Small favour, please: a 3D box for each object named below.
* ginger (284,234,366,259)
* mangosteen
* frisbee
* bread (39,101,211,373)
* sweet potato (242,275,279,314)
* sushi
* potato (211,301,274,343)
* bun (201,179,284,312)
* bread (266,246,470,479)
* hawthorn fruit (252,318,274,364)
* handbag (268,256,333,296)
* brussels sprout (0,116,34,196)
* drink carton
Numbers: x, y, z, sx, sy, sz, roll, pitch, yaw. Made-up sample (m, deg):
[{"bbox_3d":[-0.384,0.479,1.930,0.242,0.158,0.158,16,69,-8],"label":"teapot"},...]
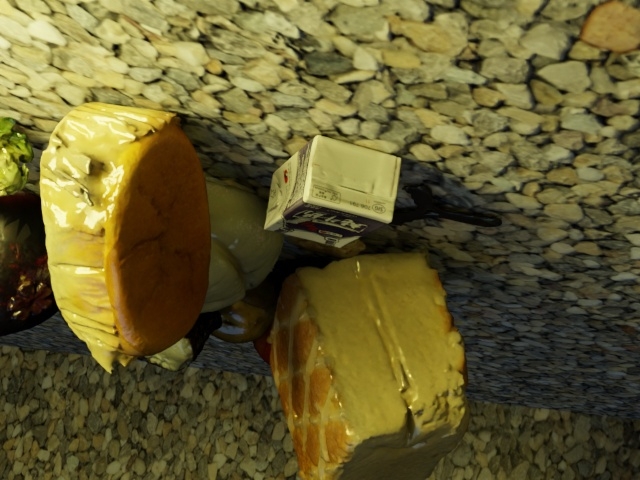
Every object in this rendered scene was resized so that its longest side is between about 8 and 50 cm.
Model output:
[{"bbox_3d":[-0.002,0.001,1.839,0.173,0.051,0.069,12,161,-18],"label":"ginger"},{"bbox_3d":[-0.607,0.032,1.910,0.297,0.293,0.297,-22,154,-11],"label":"mangosteen"},{"bbox_3d":[0.177,-0.054,1.612,0.211,0.012,0.187,4,163,18],"label":"frisbee"},{"bbox_3d":[-0.269,-0.013,1.455,0.183,0.236,0.388,13,128,16],"label":"bread"},{"bbox_3d":[-0.164,0.084,1.988,0.346,0.079,0.108,23,151,-37],"label":"sweet potato"},{"bbox_3d":[-0.374,0.116,2.100,0.349,0.207,0.234,29,142,1],"label":"sushi"},{"bbox_3d":[-0.217,0.161,2.350,0.196,0.176,0.369,-13,173,-13],"label":"potato"},{"bbox_3d":[-0.243,0.019,1.737,0.365,0.219,0.365,8,168,2],"label":"bun"},{"bbox_3d":[0.078,0.255,1.885,0.279,0.371,0.390,-7,149,-18],"label":"bread"},{"bbox_3d":[-0.075,0.229,2.478,0.173,0.173,0.179,21,139,-37],"label":"hawthorn fruit"},{"bbox_3d":[0.014,0.111,2.155,0.275,0.088,0.244,18,163,-35],"label":"handbag"},{"bbox_3d":[-0.528,-0.133,1.600,0.139,0.100,0.181,28,159,-24],"label":"brussels sprout"},{"bbox_3d":[0.013,-0.067,1.504,0.134,0.101,0.222,12,166,-17],"label":"drink carton"}]
